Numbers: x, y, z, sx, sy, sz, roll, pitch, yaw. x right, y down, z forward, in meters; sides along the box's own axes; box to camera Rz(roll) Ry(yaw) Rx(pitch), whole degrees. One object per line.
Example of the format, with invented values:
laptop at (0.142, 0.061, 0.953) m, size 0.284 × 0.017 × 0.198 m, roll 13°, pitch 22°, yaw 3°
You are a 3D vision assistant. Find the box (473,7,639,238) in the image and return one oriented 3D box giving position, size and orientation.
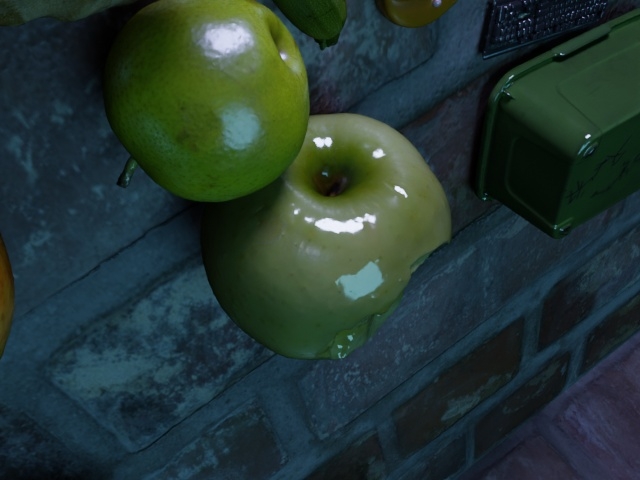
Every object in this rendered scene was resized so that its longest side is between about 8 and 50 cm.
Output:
box at (0.408, -0.167, 1.054) m, size 0.329 × 0.178 × 0.252 m, roll -30°, pitch 142°, yaw -18°

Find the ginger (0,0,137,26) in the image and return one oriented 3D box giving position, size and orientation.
ginger at (-0.225, -0.184, 0.499) m, size 0.288 × 0.075 × 0.089 m, roll -23°, pitch 164°, yaw -34°

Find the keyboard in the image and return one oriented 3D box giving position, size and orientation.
keyboard at (0.304, -0.303, 0.939) m, size 0.230 × 0.025 × 0.093 m, roll -24°, pitch 139°, yaw -25°

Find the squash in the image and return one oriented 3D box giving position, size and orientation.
squash at (-0.027, -0.248, 0.630) m, size 0.066 × 0.066 × 0.252 m, roll -44°, pitch 146°, yaw 2°

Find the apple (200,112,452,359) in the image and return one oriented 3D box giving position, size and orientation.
apple at (0.000, 0.000, 0.770) m, size 0.279 × 0.279 × 0.279 m, roll -26°, pitch 142°, yaw -23°

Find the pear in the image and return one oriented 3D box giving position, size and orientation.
pear at (-0.115, -0.114, 0.621) m, size 0.216 × 0.166 × 0.180 m, roll -23°, pitch 130°, yaw 29°

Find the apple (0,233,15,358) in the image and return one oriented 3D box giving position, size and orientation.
apple at (-0.347, 0.042, 0.429) m, size 0.299 × 0.299 × 0.275 m, roll -34°, pitch -171°, yaw -13°

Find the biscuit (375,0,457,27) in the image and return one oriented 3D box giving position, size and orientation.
biscuit at (0.123, -0.304, 0.734) m, size 0.170 × 0.050 × 0.170 m, roll -27°, pitch 143°, yaw -22°
